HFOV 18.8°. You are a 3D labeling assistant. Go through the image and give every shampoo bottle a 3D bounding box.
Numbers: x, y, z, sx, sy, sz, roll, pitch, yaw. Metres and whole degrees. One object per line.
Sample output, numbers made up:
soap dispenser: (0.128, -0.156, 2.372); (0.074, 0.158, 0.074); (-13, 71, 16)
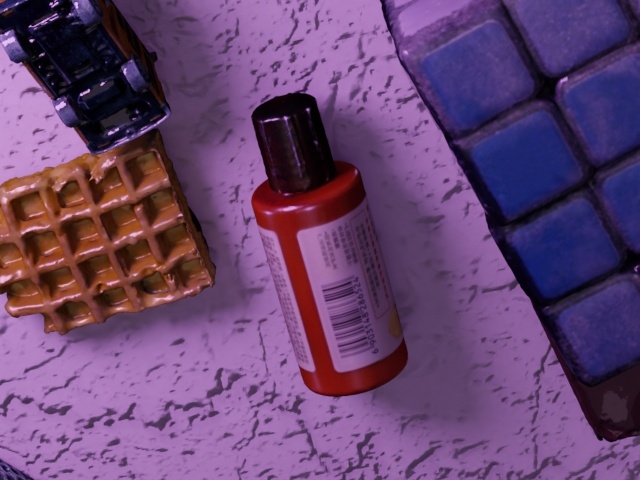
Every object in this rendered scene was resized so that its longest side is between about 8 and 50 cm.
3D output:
shampoo bottle: (0.000, 0.000, 1.762); (0.104, 0.104, 0.278); (-13, 113, 5)

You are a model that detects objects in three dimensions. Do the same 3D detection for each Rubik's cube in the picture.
Rubik's cube: (0.269, -0.148, 1.577); (0.344, 0.343, 0.337); (-28, 111, 9)

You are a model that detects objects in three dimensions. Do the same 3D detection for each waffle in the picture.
waffle: (-0.221, 0.000, 1.786); (0.211, 0.055, 0.160); (-17, 113, 7)

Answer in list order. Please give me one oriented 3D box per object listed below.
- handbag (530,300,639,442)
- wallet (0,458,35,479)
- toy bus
handbag: (0.318, 0.064, 1.814); (0.216, 0.074, 0.203); (-27, 111, 8)
wallet: (-0.433, 0.277, 1.876); (0.342, 0.075, 0.237); (34, 95, -14)
toy bus: (-0.211, -0.171, 1.666); (0.091, 0.103, 0.182); (-27, 133, 8)
